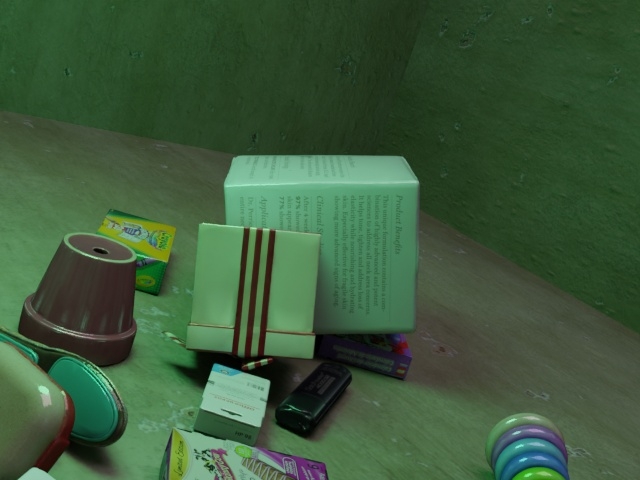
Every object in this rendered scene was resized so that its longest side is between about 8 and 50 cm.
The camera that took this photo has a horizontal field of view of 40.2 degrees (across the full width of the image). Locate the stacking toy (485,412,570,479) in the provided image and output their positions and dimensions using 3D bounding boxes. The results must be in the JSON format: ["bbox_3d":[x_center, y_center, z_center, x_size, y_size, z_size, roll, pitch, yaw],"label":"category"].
[{"bbox_3d":[0.356,0.416,1.418,0.141,0.141,0.330,18,18,-3],"label":"stacking toy"}]

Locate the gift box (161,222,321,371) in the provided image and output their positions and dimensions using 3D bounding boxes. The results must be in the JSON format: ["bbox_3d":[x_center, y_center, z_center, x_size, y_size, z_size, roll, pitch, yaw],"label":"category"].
[{"bbox_3d":[-0.142,0.103,1.625,0.276,0.258,0.255,4,0,0],"label":"gift box"}]

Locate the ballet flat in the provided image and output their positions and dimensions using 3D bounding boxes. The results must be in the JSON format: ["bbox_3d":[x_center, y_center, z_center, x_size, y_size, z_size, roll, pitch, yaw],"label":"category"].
[{"bbox_3d":[-0.388,0.208,1.291,0.316,0.108,0.106,27,-10,23],"label":"ballet flat"}]

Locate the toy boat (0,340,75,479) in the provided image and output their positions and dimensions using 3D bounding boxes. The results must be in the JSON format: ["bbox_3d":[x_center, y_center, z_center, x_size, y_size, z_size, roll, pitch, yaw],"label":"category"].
[{"bbox_3d":[-0.400,0.235,1.150,0.231,0.151,0.151,30,-12,35],"label":"toy boat"}]

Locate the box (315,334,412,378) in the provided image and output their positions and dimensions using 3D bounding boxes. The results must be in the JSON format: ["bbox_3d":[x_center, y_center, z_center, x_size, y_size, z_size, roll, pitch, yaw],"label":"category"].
[{"bbox_3d":[0.086,0.205,1.985,0.201,0.057,0.293,16,15,-7],"label":"box"}]

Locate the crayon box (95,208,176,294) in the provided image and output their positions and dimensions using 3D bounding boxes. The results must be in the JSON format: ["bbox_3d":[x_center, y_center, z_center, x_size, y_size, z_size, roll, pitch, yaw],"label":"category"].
[{"bbox_3d":[-0.421,0.021,1.968,0.165,0.081,0.278,16,14,-10],"label":"crayon box"}]

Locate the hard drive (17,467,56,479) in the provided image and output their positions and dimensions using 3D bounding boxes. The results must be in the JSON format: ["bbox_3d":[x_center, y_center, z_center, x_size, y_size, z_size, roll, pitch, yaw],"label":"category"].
[{"bbox_3d":[-0.278,0.369,0.819,0.233,0.047,0.353,36,17,4],"label":"hard drive"}]

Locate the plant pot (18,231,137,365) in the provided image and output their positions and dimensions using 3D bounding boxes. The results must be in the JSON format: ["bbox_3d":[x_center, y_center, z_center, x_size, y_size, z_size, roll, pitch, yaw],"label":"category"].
[{"bbox_3d":[-0.405,0.092,1.524,0.201,0.180,0.201,18,13,-4],"label":"plant pot"}]

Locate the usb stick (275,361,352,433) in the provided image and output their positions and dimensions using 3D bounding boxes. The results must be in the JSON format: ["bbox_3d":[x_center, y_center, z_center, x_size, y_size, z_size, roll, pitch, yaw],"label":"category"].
[{"bbox_3d":[-0.008,0.283,1.605,0.077,0.045,0.278,15,13,14],"label":"usb stick"}]

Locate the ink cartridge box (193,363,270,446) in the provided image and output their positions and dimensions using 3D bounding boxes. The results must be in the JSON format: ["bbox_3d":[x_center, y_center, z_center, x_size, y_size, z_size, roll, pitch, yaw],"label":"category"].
[{"bbox_3d":[-0.145,0.274,1.424,0.104,0.060,0.180,19,14,-3],"label":"ink cartridge box"}]

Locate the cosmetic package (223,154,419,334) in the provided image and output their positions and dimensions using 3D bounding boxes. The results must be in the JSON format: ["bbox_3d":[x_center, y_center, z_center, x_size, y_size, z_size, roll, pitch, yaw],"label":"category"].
[{"bbox_3d":[0.000,0.000,1.903,0.393,0.329,0.327,0,15,-2],"label":"cosmetic package"}]

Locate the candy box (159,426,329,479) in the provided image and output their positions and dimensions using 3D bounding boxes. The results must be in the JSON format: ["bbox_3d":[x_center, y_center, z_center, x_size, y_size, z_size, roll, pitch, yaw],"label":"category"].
[{"bbox_3d":[-0.101,0.346,1.191,0.233,0.071,0.159,15,15,-12],"label":"candy box"}]
